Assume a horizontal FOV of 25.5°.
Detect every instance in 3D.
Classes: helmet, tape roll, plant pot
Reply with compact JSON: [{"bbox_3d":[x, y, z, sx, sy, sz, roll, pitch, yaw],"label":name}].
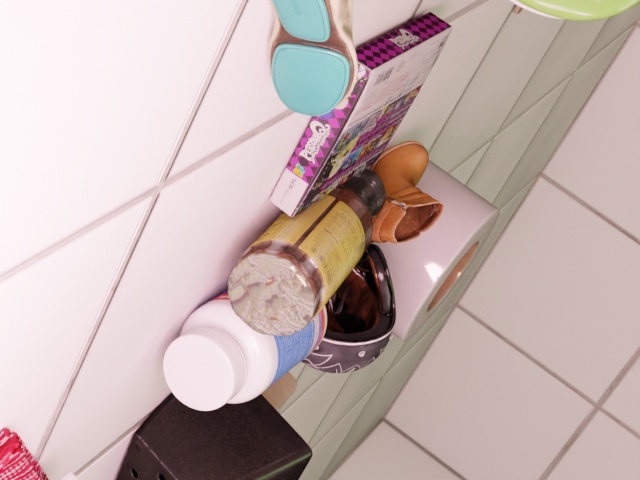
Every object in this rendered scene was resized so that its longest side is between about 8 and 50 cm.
[{"bbox_3d":[0.017,0.090,1.827,0.169,0.169,0.161,-16,102,-72],"label":"helmet"},{"bbox_3d":[0.131,0.005,2.106,0.246,0.169,0.246,-51,168,-16],"label":"tape roll"},{"bbox_3d":[-0.153,0.292,1.817,0.167,0.187,0.188,-26,153,-42],"label":"plant pot"}]

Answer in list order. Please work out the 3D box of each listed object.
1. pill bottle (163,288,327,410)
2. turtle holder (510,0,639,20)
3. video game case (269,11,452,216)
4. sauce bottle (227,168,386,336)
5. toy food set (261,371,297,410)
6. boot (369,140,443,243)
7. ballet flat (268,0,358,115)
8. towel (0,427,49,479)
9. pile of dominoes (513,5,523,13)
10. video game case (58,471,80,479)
[{"bbox_3d":[-0.089,0.117,1.661,0.124,0.124,0.221,-59,168,26],"label":"pill bottle"},{"bbox_3d":[0.244,-0.378,1.370,0.227,0.243,0.320,-111,-170,-77],"label":"turtle holder"},{"bbox_3d":[0.050,-0.149,1.641,0.232,0.042,0.210,-37,160,-55],"label":"video game case"},{"bbox_3d":[0.000,0.000,1.685,0.111,0.111,0.344,-60,173,29],"label":"sauce bottle"},{"bbox_3d":[-0.067,0.184,2.029,0.220,0.092,0.306,-44,166,-39],"label":"toy food set"},{"bbox_3d":[0.115,-0.059,1.901,0.197,0.073,0.152,-47,-152,-22],"label":"boot"},{"bbox_3d":[-0.001,-0.195,1.233,0.086,0.086,0.248,-50,167,-17],"label":"ballet flat"},{"bbox_3d":[-0.345,0.295,1.400,0.199,0.031,0.275,-49,168,-17],"label":"towel"},{"bbox_3d":[0.395,-0.451,2.149,0.251,0.040,0.196,-42,164,-44],"label":"pile of dominoes"},{"bbox_3d":[-0.335,0.338,1.448,0.190,0.022,0.173,-38,165,-46],"label":"video game case"}]
